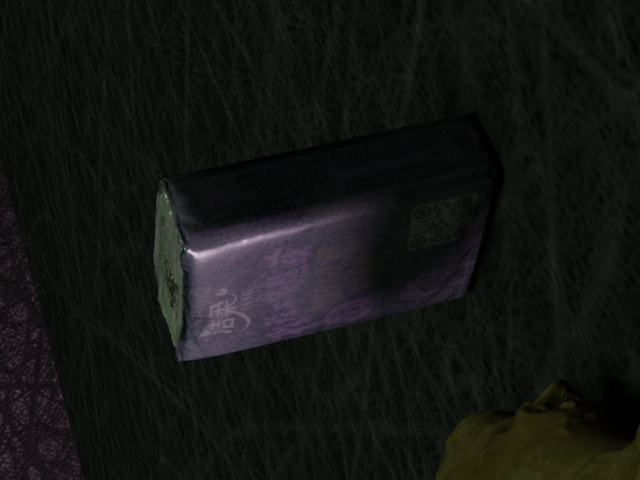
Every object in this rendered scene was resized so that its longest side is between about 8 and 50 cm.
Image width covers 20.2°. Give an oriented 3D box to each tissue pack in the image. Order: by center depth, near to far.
[{"bbox_3d":[0.000,0.000,0.868,0.112,0.156,0.051,99,154,-56],"label":"tissue pack"}]

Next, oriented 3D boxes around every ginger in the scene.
[{"bbox_3d":[0.121,0.095,0.722,0.294,0.086,0.131,122,142,-58],"label":"ginger"}]
